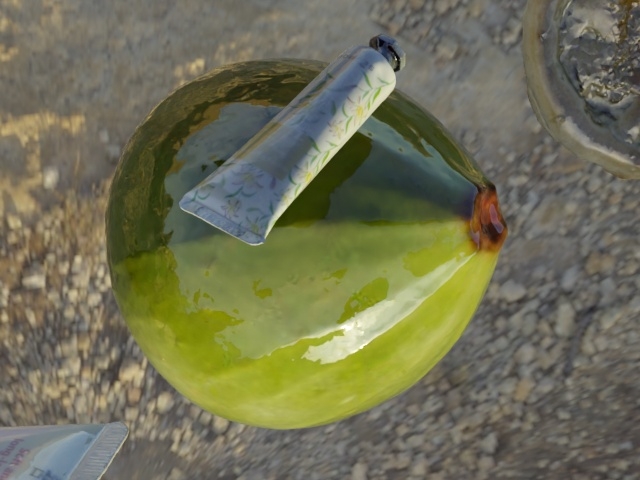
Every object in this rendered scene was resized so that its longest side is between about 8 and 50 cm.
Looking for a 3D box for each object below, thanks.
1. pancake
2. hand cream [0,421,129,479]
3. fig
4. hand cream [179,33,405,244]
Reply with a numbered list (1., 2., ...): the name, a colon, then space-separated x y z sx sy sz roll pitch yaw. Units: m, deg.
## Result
1. pancake: 0.170 -0.097 0.734 0.152 0.025 0.151 -1 105 -3
2. hand cream: -0.319 0.193 1.086 0.359 0.185 0.118 -5 118 24
3. fig: 0.000 0.000 1.192 0.316 0.316 0.316 2 77 -8
4. hand cream: -0.009 -0.071 1.026 0.067 0.042 0.194 30 56 21
